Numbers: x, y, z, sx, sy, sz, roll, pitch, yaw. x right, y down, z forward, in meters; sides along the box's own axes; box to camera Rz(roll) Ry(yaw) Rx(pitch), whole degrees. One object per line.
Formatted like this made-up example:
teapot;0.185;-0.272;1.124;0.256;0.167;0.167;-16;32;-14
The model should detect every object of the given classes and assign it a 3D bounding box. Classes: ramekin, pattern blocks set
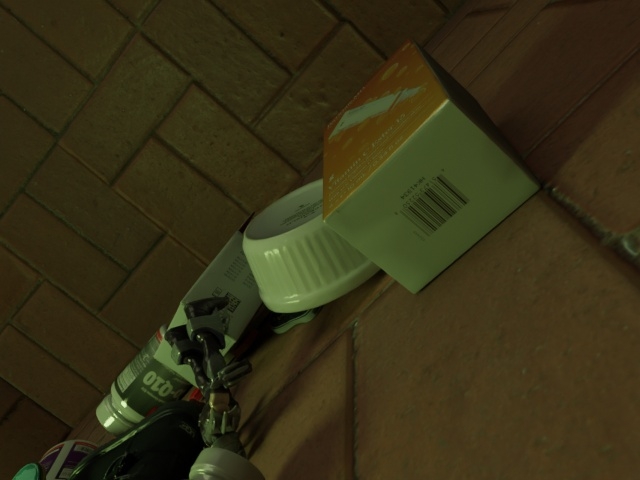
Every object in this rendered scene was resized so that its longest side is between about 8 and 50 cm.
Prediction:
ramekin;-0.010;-0.007;1.021;0.273;0.127;0.273;-25;20;10
pattern blocks set;-0.190;0.224;1.429;0.325;0.026;0.285;-48;11;5

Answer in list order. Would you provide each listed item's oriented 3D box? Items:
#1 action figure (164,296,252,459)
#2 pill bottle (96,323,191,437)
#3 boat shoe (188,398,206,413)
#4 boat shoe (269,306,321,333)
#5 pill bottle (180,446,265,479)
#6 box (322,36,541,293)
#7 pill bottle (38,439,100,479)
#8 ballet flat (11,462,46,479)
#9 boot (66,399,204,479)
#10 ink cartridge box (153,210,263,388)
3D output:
action figure;-0.163;0.226;0.930;0.185;0.099;0.285;-63;39;36
pill bottle;-0.438;0.373;1.547;0.283;0.161;0.161;-50;11;0
boat shoe;-0.274;0.359;1.188;0.207;0.073;0.073;-39;15;46
boat shoe;-0.071;0.124;1.153;0.065;0.083;0.183;-55;13;-33
pill bottle;-0.140;0.333;0.627;0.117;0.117;0.208;-39;16;43
box;0.133;-0.127;0.858;0.215;0.168;0.345;-44;20;21
pill bottle;-0.567;0.579;1.298;0.181;0.181;0.323;-50;11;-4
ballet flat;-0.502;0.490;0.979;0.080;0.073;0.232;-10;43;10
boot;-0.359;0.479;0.909;0.367;0.146;0.445;-46;11;12
ink cartridge box;-0.199;0.129;1.251;0.272;0.130;0.309;-57;4;-37
